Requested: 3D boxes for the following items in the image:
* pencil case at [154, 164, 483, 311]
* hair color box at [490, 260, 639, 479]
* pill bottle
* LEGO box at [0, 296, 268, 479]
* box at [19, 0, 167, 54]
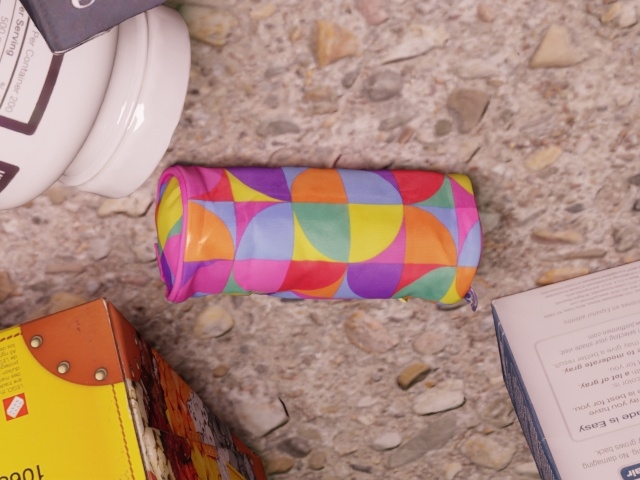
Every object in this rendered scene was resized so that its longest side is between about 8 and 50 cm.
[{"bbox_3d":[0.000,0.000,1.371,0.236,0.104,0.104,4,131,-18],"label":"pencil case"},{"bbox_3d":[0.257,0.175,1.436,0.174,0.347,0.105,-15,135,-2],"label":"hair color box"},{"bbox_3d":[-0.244,-0.125,1.118,0.323,0.181,0.181,17,126,-30],"label":"pill bottle"},{"bbox_3d":[-0.300,0.256,1.360,0.500,0.193,0.372,-18,155,7],"label":"LEGO box"},{"bbox_3d":[-0.084,-0.340,0.899,0.293,0.212,0.395,-27,136,-10],"label":"box"}]
